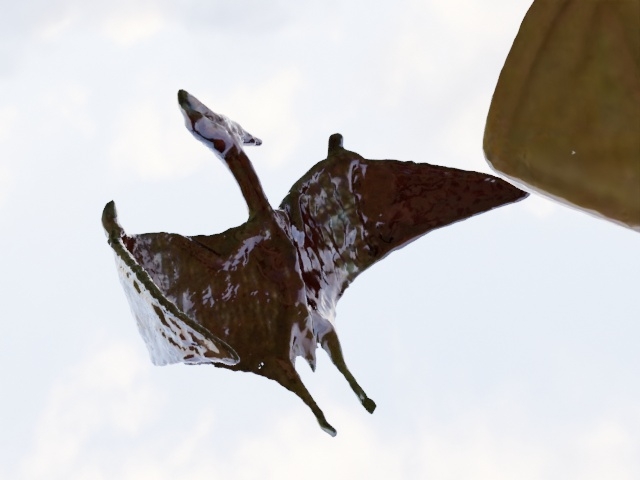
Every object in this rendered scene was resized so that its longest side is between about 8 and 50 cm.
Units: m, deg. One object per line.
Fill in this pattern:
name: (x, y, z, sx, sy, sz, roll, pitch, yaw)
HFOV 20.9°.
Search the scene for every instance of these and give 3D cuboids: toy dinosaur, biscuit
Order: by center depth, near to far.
biscuit: (0.161, -0.072, 0.604, 0.221, 0.142, 0.029, -13, 180, 7)
toy dinosaur: (0.006, 0.007, 1.001, 0.113, 0.327, 0.206, -20, -113, 36)
